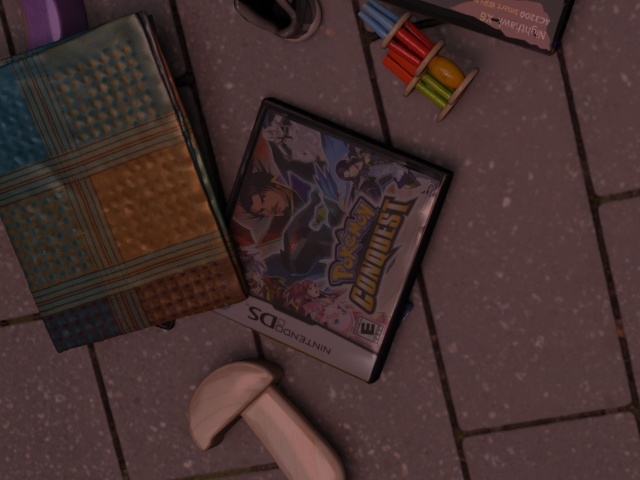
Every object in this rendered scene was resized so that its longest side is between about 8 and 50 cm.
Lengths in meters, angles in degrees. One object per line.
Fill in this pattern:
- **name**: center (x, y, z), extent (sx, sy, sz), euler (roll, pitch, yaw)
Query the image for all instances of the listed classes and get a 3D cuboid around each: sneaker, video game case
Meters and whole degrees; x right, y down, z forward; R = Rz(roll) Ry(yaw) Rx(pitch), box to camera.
- **sneaker**: center (-0.086, -0.327, 1.807), extent (0.086, 0.132, 0.229), euler (-37, 91, 18)
- **video game case**: center (0.000, 0.000, 1.883), extent (0.248, 0.035, 0.275), euler (24, 105, 17)

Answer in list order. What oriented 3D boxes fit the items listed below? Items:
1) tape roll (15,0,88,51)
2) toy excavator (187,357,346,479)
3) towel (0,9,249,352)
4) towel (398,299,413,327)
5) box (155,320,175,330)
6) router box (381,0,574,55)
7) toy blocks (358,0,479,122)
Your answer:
- **tape roll**: center (-0.430, -0.254, 1.930), extent (0.274, 0.090, 0.275), euler (2, 101, 13)
- **toy excavator**: center (-0.004, 0.412, 1.922), extent (0.432, 0.222, 0.445), euler (21, 91, 9)
- **towel**: center (-0.265, -0.065, 1.879), extent (0.271, 0.040, 0.370), euler (-16, 106, 15)
- **towel**: center (0.056, 0.104, 1.913), extent (0.067, 0.029, 0.119), euler (38, 108, 8)
- **box**: center (-0.218, 0.069, 1.979), extent (0.083, 0.018, 0.067), euler (18, 105, 10)
- **router box**: center (0.157, -0.371, 1.765), extent (0.308, 0.081, 0.243), euler (19, 105, 10)
- **toy blocks**: center (0.102, -0.210, 1.794), extent (0.148, 0.123, 0.054), euler (40, 76, 2)
